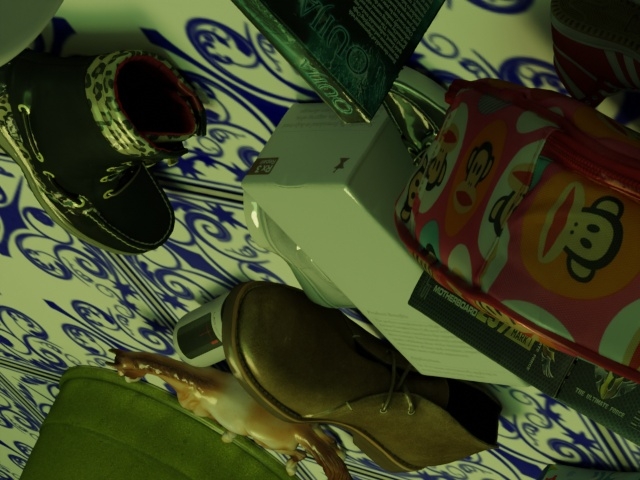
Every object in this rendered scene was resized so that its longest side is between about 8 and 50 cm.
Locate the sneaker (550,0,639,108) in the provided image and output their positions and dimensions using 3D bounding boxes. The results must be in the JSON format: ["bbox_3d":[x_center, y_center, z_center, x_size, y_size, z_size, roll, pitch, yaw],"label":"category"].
[{"bbox_3d":[0.179,-0.092,1.046,0.118,0.042,0.067,31,155,20],"label":"sneaker"}]

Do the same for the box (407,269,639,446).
[{"bbox_3d":[0.194,0.091,1.250,0.232,0.059,0.183,28,-177,-31],"label":"box"}]

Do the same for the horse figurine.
[{"bbox_3d":[-0.071,0.177,1.890,0.263,0.066,0.174,24,163,22],"label":"horse figurine"}]

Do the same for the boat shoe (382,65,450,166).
[{"bbox_3d":[0.081,-0.059,1.240,0.142,0.040,0.049,44,155,-28],"label":"boat shoe"}]

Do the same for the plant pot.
[{"bbox_3d":[-0.230,0.392,2.158,0.366,0.353,0.366,26,158,12],"label":"plant pot"}]

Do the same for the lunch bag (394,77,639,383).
[{"bbox_3d":[0.188,0.017,1.016,0.258,0.120,0.293,24,-173,-15],"label":"lunch bag"}]

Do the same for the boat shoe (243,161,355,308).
[{"bbox_3d":[0.000,0.000,1.439,0.063,0.066,0.184,5,147,28],"label":"boat shoe"}]

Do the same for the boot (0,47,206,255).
[{"bbox_3d":[-0.151,-0.065,1.464,0.178,0.085,0.236,5,145,43],"label":"boot"}]

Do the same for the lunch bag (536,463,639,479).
[{"bbox_3d":[0.221,0.270,1.601,0.096,0.151,0.129,43,156,-27],"label":"lunch bag"}]

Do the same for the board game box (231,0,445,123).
[{"bbox_3d":[-0.006,-0.169,1.012,0.026,0.126,0.186,1,143,51],"label":"board game box"}]

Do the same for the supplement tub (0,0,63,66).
[{"bbox_3d":[-0.322,-0.227,1.154,0.316,0.228,0.228,15,153,33],"label":"supplement tub"}]

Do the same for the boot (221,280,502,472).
[{"bbox_3d":[0.040,0.107,1.550,0.115,0.112,0.305,-7,153,38],"label":"boot"}]

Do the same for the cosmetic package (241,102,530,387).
[{"bbox_3d":[0.065,0.003,1.338,0.117,0.085,0.231,3,143,48],"label":"cosmetic package"}]

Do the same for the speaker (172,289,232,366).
[{"bbox_3d":[-0.087,0.079,1.720,0.055,0.055,0.136,36,157,-12],"label":"speaker"}]
